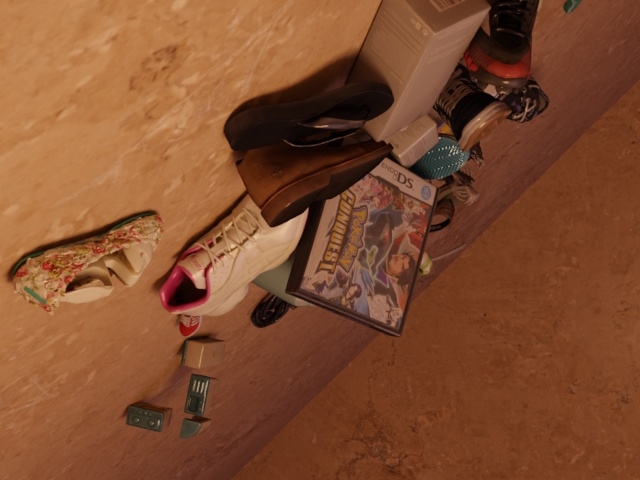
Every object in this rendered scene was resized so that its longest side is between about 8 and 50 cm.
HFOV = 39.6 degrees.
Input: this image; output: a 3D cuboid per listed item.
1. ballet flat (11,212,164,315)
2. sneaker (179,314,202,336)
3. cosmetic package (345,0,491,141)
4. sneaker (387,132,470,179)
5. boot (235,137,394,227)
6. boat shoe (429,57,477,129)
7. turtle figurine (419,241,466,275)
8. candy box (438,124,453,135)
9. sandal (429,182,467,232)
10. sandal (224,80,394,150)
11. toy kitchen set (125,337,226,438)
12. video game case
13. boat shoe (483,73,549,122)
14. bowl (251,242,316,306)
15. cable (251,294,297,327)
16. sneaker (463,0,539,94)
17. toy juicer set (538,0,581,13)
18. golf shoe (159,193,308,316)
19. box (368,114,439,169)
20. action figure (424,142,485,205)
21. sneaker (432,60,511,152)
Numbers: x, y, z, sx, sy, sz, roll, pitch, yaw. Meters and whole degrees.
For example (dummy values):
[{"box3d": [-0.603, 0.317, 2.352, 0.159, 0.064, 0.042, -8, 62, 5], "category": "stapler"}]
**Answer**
[{"box3d": [-0.274, 0.034, 1.118, 0.241, 0.077, 0.091, -27, 158, -48], "category": "ballet flat"}, {"box3d": [-0.236, 0.133, 1.577, 0.067, 0.042, 0.118, -28, 152, -57], "category": "sneaker"}, {"box3d": [0.129, -0.265, 1.279, 0.127, 0.107, 0.238, -31, 165, -34], "category": "cosmetic package"}, {"box3d": [0.178, -0.156, 1.635, 0.229, 0.087, 0.092, -7, -162, 42], "category": "sneaker"}, {"box3d": [-0.001, -0.120, 1.304, 0.305, 0.115, 0.112, -25, 163, -50], "category": "boot"}, {"box3d": [0.235, -0.264, 1.652, 0.184, 0.066, 0.063, -54, 163, 6], "category": "boat shoe"}, {"box3d": [0.134, 0.009, 1.792, 0.266, 0.197, 0.275, -38, 175, 13], "category": "turtle figurine"}, {"box3d": [0.246, -0.214, 1.878, 0.206, 0.027, 0.105, -40, 169, -8], "category": "candy box"}, {"box3d": [0.290, -0.059, 2.326, 0.303, 0.086, 0.120, -30, 161, -40], "category": "sandal"}, {"box3d": [-0.009, -0.155, 1.203, 0.255, 0.054, 0.097, -18, 163, -27], "category": "sandal"}, {"box3d": [-0.308, 0.294, 1.823, 0.122, 0.166, 0.207, 16, 83, -74], "category": "toy kitchen set"}, {"box3d": [0.078, -0.006, 1.462, 0.248, 0.035, 0.274, 26, 75, -38], "category": "video game case"}, {"box3d": [0.432, -0.307, 1.950, 0.108, 0.102, 0.301, -49, 165, 24], "category": "boat shoe"}, {"box3d": [0.000, 0.000, 1.579, 0.312, 0.163, 0.311, -39, 164, -13], "category": "bowl"}, {"box3d": [-0.085, 0.127, 1.979, 0.151, 0.047, 0.184, -28, 163, -31], "category": "cable"}, {"box3d": [0.268, -0.329, 1.295, 0.135, 0.098, 0.276, 102, -1, -47], "category": "sneaker"}, {"box3d": [0.485, -0.490, 1.586, 0.329, 0.089, 0.209, -47, 165, 20], "category": "toy juicer set"}, {"box3d": [-0.135, 0.017, 1.378, 0.306, 0.115, 0.140, -50, 161, 24], "category": "golf shoe"}, {"box3d": [0.138, -0.190, 1.512, 0.087, 0.102, 0.101, -41, 165, 1], "category": "box"}, {"box3d": [0.289, -0.136, 1.994, 0.275, 0.141, 0.164, -45, 180, 11], "category": "action figure"}, {"box3d": [0.227, -0.235, 1.463, 0.099, 0.153, 0.282, -40, 180, 11], "category": "sneaker"}]
